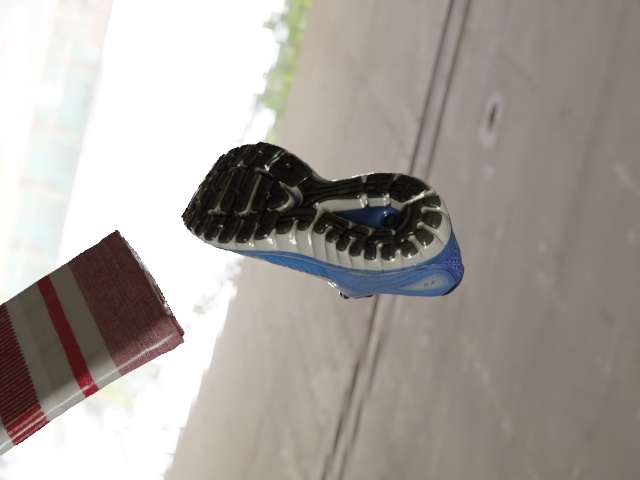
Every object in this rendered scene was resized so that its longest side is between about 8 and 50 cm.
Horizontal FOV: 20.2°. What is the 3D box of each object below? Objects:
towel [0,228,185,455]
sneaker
[{"bbox_3d":[-0.278,0.126,1.545,0.037,0.329,0.237,59,-4,-25],"label":"towel"},{"bbox_3d":[0.000,0.000,1.814,0.130,0.330,0.147,-59,141,-20],"label":"sneaker"}]
